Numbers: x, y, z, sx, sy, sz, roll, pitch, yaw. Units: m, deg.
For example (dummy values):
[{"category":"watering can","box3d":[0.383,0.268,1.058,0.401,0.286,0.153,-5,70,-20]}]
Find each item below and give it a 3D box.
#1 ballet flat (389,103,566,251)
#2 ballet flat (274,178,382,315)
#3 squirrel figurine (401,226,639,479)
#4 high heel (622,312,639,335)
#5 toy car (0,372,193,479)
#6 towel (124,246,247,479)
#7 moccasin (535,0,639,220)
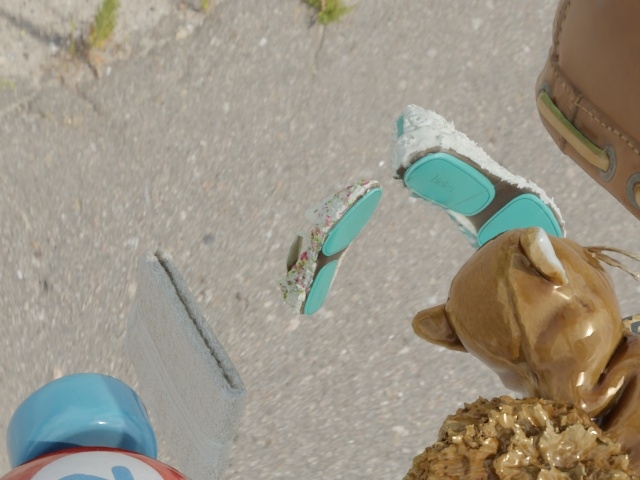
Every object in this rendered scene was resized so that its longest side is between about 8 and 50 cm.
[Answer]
[{"category":"ballet flat","box3d":[0.241,-0.083,1.678,0.409,0.147,0.147,35,64,-43]},{"category":"ballet flat","box3d":[0.000,0.000,1.517,0.077,0.241,0.091,42,32,23]},{"category":"squirrel figurine","box3d":[0.235,0.172,0.984,0.370,0.281,0.397,52,49,1]},{"category":"high heel","box3d":[0.585,0.112,1.714,0.261,0.186,0.093,7,50,-9]},{"category":"toy car","box3d":[-0.175,0.150,0.445,0.210,0.219,0.238,-46,129,9]},{"category":"towel","box3d":[-0.179,0.160,1.408,0.049,0.187,0.282,-9,43,-30]},{"category":"moccasin","box3d":[0.194,0.034,0.357,0.139,0.147,0.380,-11,50,-38]}]
